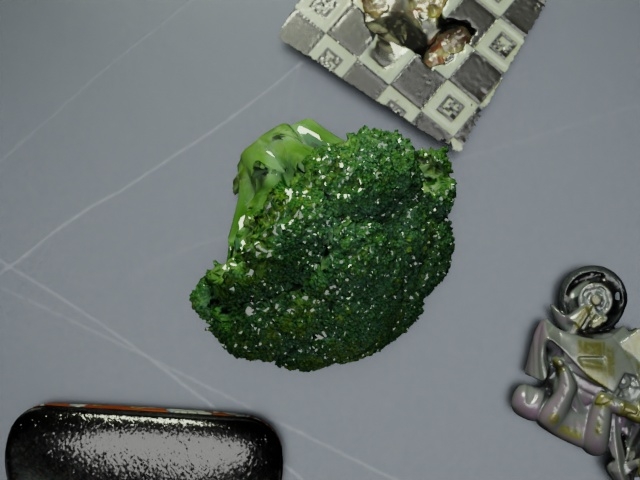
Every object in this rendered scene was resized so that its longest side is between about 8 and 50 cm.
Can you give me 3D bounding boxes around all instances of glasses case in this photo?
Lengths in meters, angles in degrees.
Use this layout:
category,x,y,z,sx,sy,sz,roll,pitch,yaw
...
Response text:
category,x,y,z,sx,sy,sz,roll,pitch,yaw
glasses case,-0.169,0.213,1.717,0.266,0.067,0.103,4,96,0

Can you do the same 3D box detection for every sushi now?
category,x,y,z,sx,sy,sz,roll,pitch,yaw
sushi,0.091,-0.213,1.737,0.210,0.040,0.193,30,83,4

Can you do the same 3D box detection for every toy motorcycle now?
category,x,y,z,sx,sy,sz,roll,pitch,yaw
toy motorcycle,0.262,0.146,1.710,0.152,0.073,0.225,-29,87,2

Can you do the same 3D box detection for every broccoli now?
category,x,y,z,sx,sy,sz,roll,pitch,yaw
broccoli,0.000,0.000,1.657,0.269,0.261,0.242,-48,60,37
